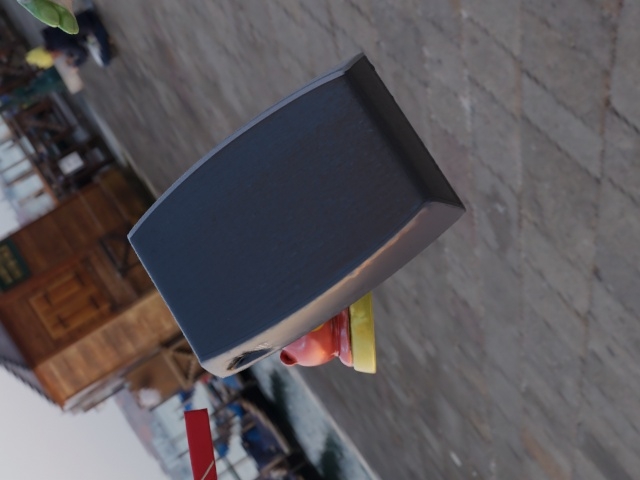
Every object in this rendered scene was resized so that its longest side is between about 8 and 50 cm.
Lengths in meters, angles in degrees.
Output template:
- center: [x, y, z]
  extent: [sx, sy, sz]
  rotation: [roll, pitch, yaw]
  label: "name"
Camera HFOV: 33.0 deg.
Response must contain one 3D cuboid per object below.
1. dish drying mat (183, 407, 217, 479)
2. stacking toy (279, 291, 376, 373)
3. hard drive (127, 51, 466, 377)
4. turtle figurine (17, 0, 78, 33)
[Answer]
- center: [-0.135, 0.233, 1.224]
  extent: [0.008, 0.032, 0.083]
  rotation: [-19, 77, 52]
  label: "dish drying mat"
- center: [0.000, 0.000, 1.455]
  extent: [0.279, 0.131, 0.308]
  rotation: [84, -177, -49]
  label: "stacking toy"
- center: [-0.032, -0.016, 0.862]
  extent: [0.172, 0.255, 0.054]
  rotation: [59, -160, 11]
  label: "hard drive"
- center: [-0.176, -0.298, 0.872]
  extent: [0.275, 0.266, 0.198]
  rotation: [32, -170, 6]
  label: "turtle figurine"
